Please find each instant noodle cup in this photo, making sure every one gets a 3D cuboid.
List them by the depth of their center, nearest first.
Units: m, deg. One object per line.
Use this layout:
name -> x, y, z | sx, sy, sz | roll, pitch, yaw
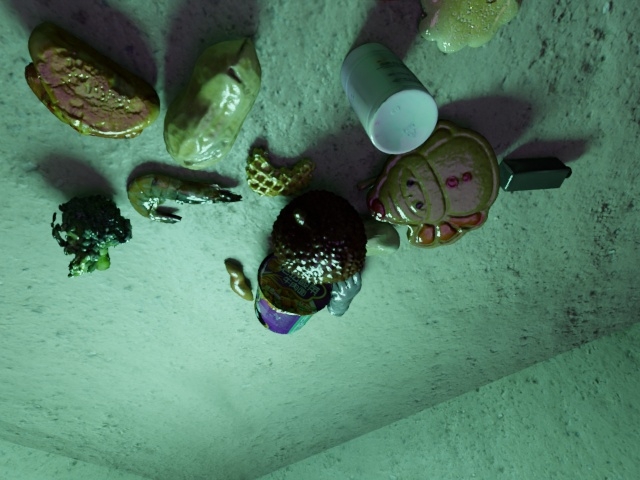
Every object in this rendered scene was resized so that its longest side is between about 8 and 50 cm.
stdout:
instant noodle cup -> -0.106, 0.183, 1.422 | 0.251, 0.251, 0.190 | 3, 141, -21

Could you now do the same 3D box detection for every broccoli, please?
broccoli -> -0.587, 0.025, 1.125 | 0.177, 0.198, 0.275 | 3, 132, -21

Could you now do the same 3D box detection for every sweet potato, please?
sweet potato -> -0.274, 0.146, 1.451 | 0.058, 0.055, 0.202 | -45, 141, -25

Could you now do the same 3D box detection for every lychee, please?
lychee -> -0.001, -0.003, 1.230 | 0.275, 0.276, 0.304 | -29, 144, 12

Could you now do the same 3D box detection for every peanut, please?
peanut -> -0.238, -0.296, 0.945 | 0.340, 0.158, 0.174 | -51, 166, 26

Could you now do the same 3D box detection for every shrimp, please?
shrimp -> -0.369, -0.102, 1.179 | 0.296, 0.058, 0.169 | 8, 138, -19

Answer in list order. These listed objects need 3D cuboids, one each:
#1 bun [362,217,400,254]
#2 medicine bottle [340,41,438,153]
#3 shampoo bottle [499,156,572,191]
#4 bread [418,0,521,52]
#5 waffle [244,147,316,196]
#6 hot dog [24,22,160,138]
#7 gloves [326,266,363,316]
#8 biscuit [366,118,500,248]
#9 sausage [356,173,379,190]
bun -> 0.168, -0.013, 1.388 | 0.166, 0.113, 0.173 | -8, 165, 35
medicine bottle -> 0.144, -0.325, 0.965 | 0.152, 0.254, 0.152 | -9, 136, -9
shampoo bottle -> 0.689, -0.213, 1.379 | 0.246, 0.080, 0.079 | -5, 136, -13
bread -> 0.347, -0.525, 0.987 | 0.250, 0.039, 0.182 | -13, 136, -5
waffle -> -0.110, -0.181, 1.179 | 0.194, 0.051, 0.149 | -1, 136, -16
hot dog -> -0.473, -0.300, 0.882 | 0.256, 0.150, 0.153 | 29, 110, -37
gloves -> 0.089, 0.170, 1.569 | 0.142, 0.119, 0.285 | -32, 141, -32
biscuit -> 0.321, -0.148, 1.244 | 0.381, 0.074, 0.359 | -21, 107, 8
sausage -> 0.164, -0.179, 1.285 | 0.116, 0.026, 0.026 | -23, 136, 6
